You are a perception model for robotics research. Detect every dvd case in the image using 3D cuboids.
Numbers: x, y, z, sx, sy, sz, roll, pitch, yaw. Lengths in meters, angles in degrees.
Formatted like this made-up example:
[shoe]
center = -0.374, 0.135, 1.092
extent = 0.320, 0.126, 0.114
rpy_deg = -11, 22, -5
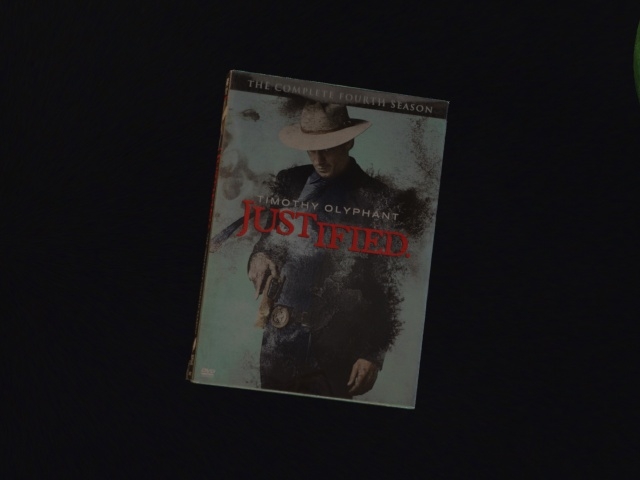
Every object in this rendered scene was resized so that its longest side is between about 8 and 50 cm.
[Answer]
[dvd case]
center = 0.000, 0.000, 0.663
extent = 0.087, 0.013, 0.119
rpy_deg = 8, -97, -7

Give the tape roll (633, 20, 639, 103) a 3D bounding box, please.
[tape roll]
center = 0.307, -0.086, 0.785
extent = 0.321, 0.321, 0.077
rpy_deg = -2, -125, -11
